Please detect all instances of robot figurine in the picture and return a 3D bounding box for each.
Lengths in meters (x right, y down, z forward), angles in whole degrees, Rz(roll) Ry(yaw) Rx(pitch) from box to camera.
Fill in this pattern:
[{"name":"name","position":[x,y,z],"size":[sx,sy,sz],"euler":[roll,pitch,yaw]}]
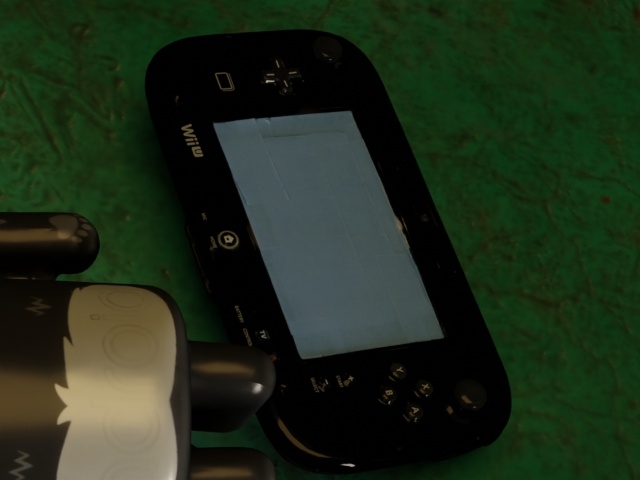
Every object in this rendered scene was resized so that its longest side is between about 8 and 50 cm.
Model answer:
[{"name":"robot figurine","position":[-0.167,0.105,1.079],"size":[0.278,0.174,0.209],"euler":[2,34,-13]}]

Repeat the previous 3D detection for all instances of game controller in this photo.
[{"name":"game controller","position":[0.000,0.000,1.237],"size":[0.166,0.067,0.319],"euler":[-2,56,-34]}]
